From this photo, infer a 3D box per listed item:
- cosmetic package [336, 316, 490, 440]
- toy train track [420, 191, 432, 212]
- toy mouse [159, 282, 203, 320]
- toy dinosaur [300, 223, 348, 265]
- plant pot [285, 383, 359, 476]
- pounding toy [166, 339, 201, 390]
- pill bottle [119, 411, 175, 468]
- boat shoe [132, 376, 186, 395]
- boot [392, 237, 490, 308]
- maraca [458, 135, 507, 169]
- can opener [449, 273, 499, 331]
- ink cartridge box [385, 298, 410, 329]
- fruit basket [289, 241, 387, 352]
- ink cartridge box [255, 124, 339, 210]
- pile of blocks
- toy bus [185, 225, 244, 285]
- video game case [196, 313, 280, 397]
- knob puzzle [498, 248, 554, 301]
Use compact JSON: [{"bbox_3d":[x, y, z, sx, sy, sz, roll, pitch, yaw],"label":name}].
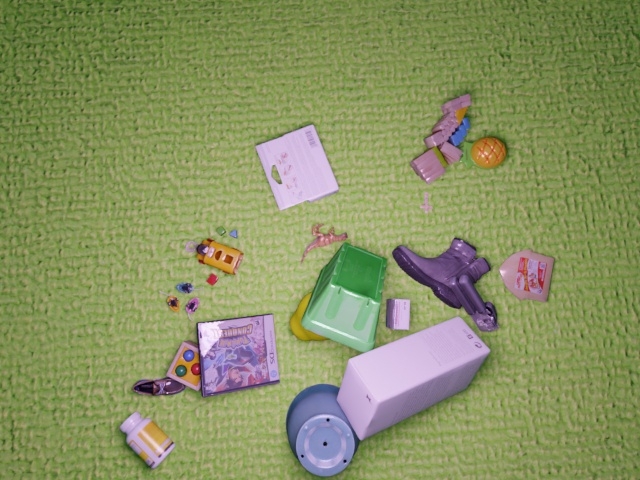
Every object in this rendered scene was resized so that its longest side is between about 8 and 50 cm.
[{"bbox_3d":[0.296,0.432,1.413,0.452,0.230,0.162,-13,45,-28],"label":"cosmetic package"},{"bbox_3d":[0.408,-0.147,1.698,0.048,0.014,0.084,1,82,-1],"label":"toy train track"},{"bbox_3d":[-0.487,0.210,1.625,0.143,0.031,0.161,-36,85,-5],"label":"toy mouse"},{"bbox_3d":[0.000,0.000,1.647,0.211,0.064,0.113,-23,84,-4],"label":"toy dinosaur"},{"bbox_3d":[0.012,0.638,1.463,0.271,0.255,0.272,0,82,-1],"label":"plant pot"},{"bbox_3d":[-0.410,0.417,1.567,0.180,0.094,0.206,25,83,3],"label":"pounding toy"},{"bbox_3d":[-0.600,0.684,1.522,0.184,0.103,0.103,43,84,5],"label":"pill bottle"},{"bbox_3d":[-0.572,0.523,1.563,0.182,0.066,0.066,-5,83,-2],"label":"boat shoe"},{"bbox_3d":[0.443,0.072,1.629,0.338,0.118,0.223,39,80,-8],"label":"boot"},{"bbox_3d":[0.620,-0.333,1.684,0.185,0.099,0.128,-6,85,1],"label":"maraca"},{"bbox_3d":[0.553,0.217,1.574,0.284,0.075,0.095,53,43,-23],"label":"can opener"},{"bbox_3d":[0.274,0.260,1.556,0.060,0.180,0.105,4,83,0],"label":"ink cartridge box"},{"bbox_3d":[0.059,0.235,1.511,0.282,0.392,0.393,22,82,2],"label":"fruit basket"},{"bbox_3d":[-0.088,-0.272,1.684,0.238,0.060,0.276,-21,84,-3],"label":"ink cartridge box"},{"bbox_3d":[0.470,-0.382,1.692,0.148,0.112,0.363,31,90,-10],"label":"pile of blocks"},{"bbox_3d":[-0.383,0.051,1.612,0.202,0.104,0.191,-24,83,-5],"label":"toy bus"},{"bbox_3d":[-0.286,0.397,1.552,0.274,0.035,0.249,-3,82,-24],"label":"video game case"},{"bbox_3d":[0.763,0.128,1.659,0.212,0.030,0.214,0,83,-1],"label":"knob puzzle"}]
